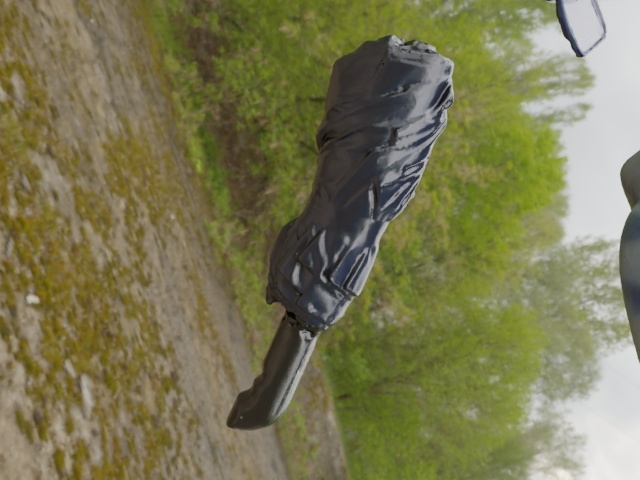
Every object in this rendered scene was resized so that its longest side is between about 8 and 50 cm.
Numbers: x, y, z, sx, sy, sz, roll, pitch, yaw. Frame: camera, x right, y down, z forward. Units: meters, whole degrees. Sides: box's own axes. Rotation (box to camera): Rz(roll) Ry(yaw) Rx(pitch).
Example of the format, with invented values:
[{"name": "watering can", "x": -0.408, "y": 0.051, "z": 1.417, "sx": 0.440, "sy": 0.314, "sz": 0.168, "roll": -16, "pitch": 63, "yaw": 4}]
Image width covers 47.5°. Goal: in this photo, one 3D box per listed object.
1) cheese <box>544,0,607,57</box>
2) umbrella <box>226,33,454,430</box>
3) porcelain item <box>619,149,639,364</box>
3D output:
[{"name": "cheese", "x": 0.162, "y": -0.261, "z": 0.548, "sx": 0.156, "sy": 0.064, "sz": 0.250, "roll": -41, "pitch": 109, "yaw": -43}, {"name": "umbrella", "x": 0.007, "y": 0.003, "z": 0.425, "sx": 0.071, "sy": 0.071, "sz": 0.248, "roll": -114, "pitch": -137, "yaw": -73}, {"name": "porcelain item", "x": 0.314, "y": 0.088, "z": 0.472, "sx": 0.242, "sy": 0.178, "sz": 0.405, "roll": 55, "pitch": 30, "yaw": -32}]
